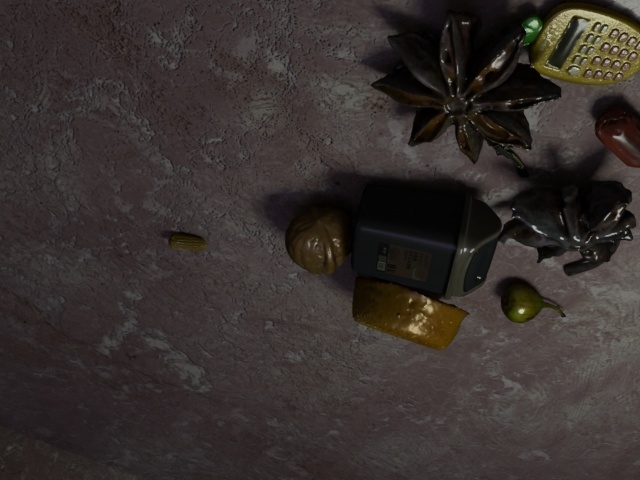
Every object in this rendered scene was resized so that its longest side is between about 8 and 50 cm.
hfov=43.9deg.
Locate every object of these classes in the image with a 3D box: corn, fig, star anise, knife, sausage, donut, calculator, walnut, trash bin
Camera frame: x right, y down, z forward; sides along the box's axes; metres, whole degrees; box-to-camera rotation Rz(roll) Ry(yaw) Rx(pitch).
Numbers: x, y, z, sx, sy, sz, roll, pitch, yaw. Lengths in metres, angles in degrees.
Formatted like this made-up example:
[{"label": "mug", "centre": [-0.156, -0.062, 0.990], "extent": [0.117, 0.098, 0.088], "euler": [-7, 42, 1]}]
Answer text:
[{"label": "corn", "centre": [-0.313, 0.005, 1.874], "extent": [0.092, 0.037, 0.037], "euler": [12, 139, 0]}, {"label": "fig", "centre": [0.488, 0.156, 1.858], "extent": [0.166, 0.093, 0.093], "euler": [19, 143, -40]}, {"label": "star anise", "centre": [0.251, -0.268, 1.378], "extent": [0.331, 0.118, 0.332], "euler": [13, 145, 9]}, {"label": "knife", "centre": [0.340, -0.187, 1.531], "extent": [0.045, 0.021, 0.222], "euler": [-22, 129, 28]}, {"label": "sausage", "centre": [0.559, -0.188, 1.448], "extent": [0.141, 0.076, 0.076], "euler": [30, 136, -24]}, {"label": "donut", "centre": [0.193, 0.169, 1.815], "extent": [0.277, 0.109, 0.277], "euler": [19, 174, 2]}, {"label": "star anise", "centre": [0.501, -0.037, 1.600], "extent": [0.315, 0.139, 0.359], "euler": [20, 153, -16]}, {"label": "calculator", "centre": [0.438, -0.330, 1.339], "extent": [0.234, 0.032, 0.146], "euler": [14, 139, -7]}, {"label": "walnut", "centre": [0.000, 0.000, 1.724], "extent": [0.166, 0.149, 0.167], "euler": [-15, 150, -9]}, {"label": "trash bin", "centre": [0.217, -0.001, 1.656], "extent": [0.290, 0.182, 0.210], "euler": [12, 141, 7]}]
